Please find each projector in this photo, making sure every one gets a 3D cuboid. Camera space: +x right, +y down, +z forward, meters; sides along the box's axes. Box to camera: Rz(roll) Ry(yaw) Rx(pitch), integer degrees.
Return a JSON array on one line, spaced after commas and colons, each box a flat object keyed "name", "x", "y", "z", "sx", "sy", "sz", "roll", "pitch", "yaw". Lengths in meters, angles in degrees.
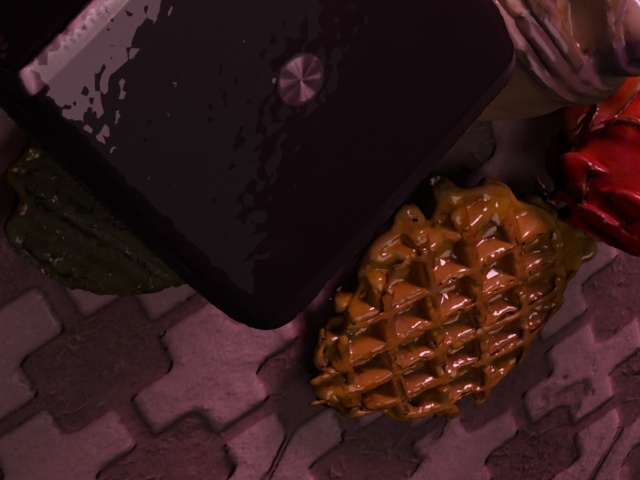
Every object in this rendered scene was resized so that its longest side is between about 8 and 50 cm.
[{"name": "projector", "x": -0.077, "y": -0.184, "z": 1.504, "sx": 0.395, "sy": 0.242, "sz": 0.405, "roll": -49, "pitch": 131, "yaw": -6}]

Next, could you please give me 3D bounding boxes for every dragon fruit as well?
[{"name": "dragon fruit", "x": 0.386, "y": -0.122, "z": 1.958, "sx": 0.243, "sy": 0.227, "sz": 0.307, "roll": -54, "pitch": 131, "yaw": -29}]

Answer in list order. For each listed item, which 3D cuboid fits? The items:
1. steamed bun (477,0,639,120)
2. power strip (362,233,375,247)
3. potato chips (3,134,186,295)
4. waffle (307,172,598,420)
[{"name": "steamed bun", "x": 0.264, "y": -0.282, "z": 1.730, "sx": 0.352, "sy": 0.247, "sz": 0.339, "roll": -36, "pitch": 135, "yaw": -3}, {"name": "power strip", "x": 0.000, "y": 0.000, "z": 1.927, "sx": 0.169, "sy": 0.028, "sz": 0.076, "roll": -28, "pitch": 136, "yaw": -15}, {"name": "potato chips", "x": -0.138, "y": -0.085, "z": 1.721, "sx": 0.358, "sy": 0.070, "sz": 0.429, "roll": -52, "pitch": 138, "yaw": 8}, {"name": "waffle", "x": 0.163, "y": 0.088, "z": 2.069, "sx": 0.382, "sy": 0.095, "sz": 0.379, "roll": 6, "pitch": 125, "yaw": -42}]
